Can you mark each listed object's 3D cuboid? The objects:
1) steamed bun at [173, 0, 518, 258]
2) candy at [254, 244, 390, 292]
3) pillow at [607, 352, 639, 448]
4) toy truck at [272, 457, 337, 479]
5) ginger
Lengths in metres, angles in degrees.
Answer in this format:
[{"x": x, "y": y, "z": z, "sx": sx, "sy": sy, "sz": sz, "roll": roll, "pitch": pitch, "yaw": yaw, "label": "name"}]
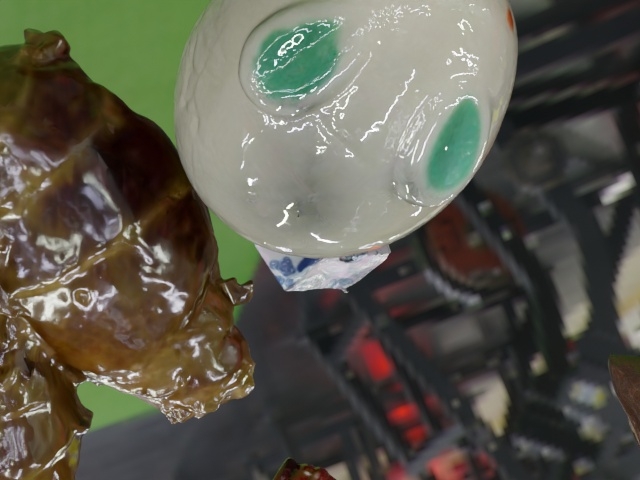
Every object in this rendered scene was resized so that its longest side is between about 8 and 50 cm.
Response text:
[{"x": 0.010, "y": -0.075, "z": 1.071, "sx": 0.177, "sy": 0.130, "sz": 0.228, "roll": 33, "pitch": 133, "yaw": -17, "label": "steamed bun"}, {"x": 0.000, "y": 0.000, "z": 1.933, "sx": 0.073, "sy": 0.092, "sz": 0.160, "roll": -38, "pitch": 165, "yaw": 21, "label": "candy"}, {"x": 0.382, "y": 0.230, "z": 1.472, "sx": 0.108, "sy": 0.308, "sz": 0.305, "roll": -48, "pitch": 125, "yaw": -2, "label": "pillow"}, {"x": -0.015, "y": 0.346, "z": 1.676, "sx": 0.239, "sy": 0.189, "sz": 0.265, "roll": -63, "pitch": 175, "yaw": 17, "label": "toy truck"}, {"x": -0.199, "y": 0.012, "z": 1.110, "sx": 0.357, "sy": 0.274, "sz": 0.152, "roll": 13, "pitch": 161, "yaw": -30, "label": "ginger"}]
